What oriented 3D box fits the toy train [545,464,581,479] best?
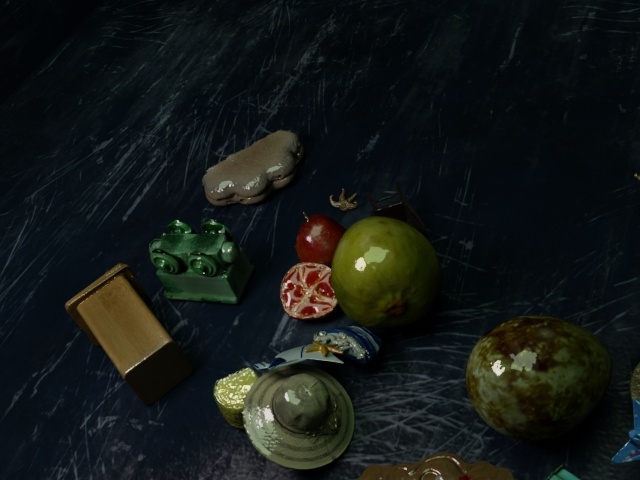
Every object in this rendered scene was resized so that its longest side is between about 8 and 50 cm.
[{"bbox_3d":[0.403,0.500,1.324,0.112,0.163,0.203,26,61,38],"label":"toy train"}]

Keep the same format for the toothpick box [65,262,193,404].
[{"bbox_3d":[-0.467,0.239,1.939,0.190,0.187,0.308,-36,48,-16],"label":"toothpick box"}]

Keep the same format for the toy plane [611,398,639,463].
[{"bbox_3d":[0.664,0.385,1.353,0.271,0.105,0.254,20,93,16],"label":"toy plane"}]

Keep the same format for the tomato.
[{"bbox_3d":[-0.023,0.131,1.926,0.155,0.069,0.156,-3,69,7],"label":"tomato"}]

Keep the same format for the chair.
[{"bbox_3d":[0.198,-0.052,2.022,0.101,0.084,0.212,-19,43,-2],"label":"chair"}]

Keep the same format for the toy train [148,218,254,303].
[{"bbox_3d":[-0.321,0.054,2.039,0.266,0.202,0.145,3,47,24],"label":"toy train"}]

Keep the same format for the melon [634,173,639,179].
[{"bbox_3d":[0.828,-0.133,1.801,0.192,0.139,0.139,12,52,26],"label":"melon"}]

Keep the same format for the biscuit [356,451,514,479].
[{"bbox_3d":[0.217,0.492,1.498,0.319,0.047,0.183,5,47,29],"label":"biscuit"}]

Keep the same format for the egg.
[{"bbox_3d":[0.424,0.259,1.503,0.289,0.238,0.238,-19,42,-8],"label":"egg"}]

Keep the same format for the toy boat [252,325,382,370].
[{"bbox_3d":[-0.015,0.258,1.733,0.291,0.067,0.220,-15,14,-29],"label":"toy boat"}]

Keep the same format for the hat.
[{"bbox_3d":[-0.036,0.340,1.628,0.252,0.110,0.252,8,51,-9],"label":"hat"}]

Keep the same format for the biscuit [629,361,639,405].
[{"bbox_3d":[0.689,0.301,1.488,0.180,0.049,0.208,0,51,22],"label":"biscuit"}]

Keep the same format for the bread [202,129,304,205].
[{"bbox_3d":[-0.181,-0.201,2.318,0.337,0.102,0.183,-34,48,-15],"label":"bread"}]

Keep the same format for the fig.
[{"bbox_3d":[0.148,0.059,1.814,0.258,0.258,0.326,-17,26,5],"label":"fig"}]

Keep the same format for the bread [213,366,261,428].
[{"bbox_3d":[-0.169,0.357,1.743,0.129,0.114,0.111,-28,49,-2],"label":"bread"}]

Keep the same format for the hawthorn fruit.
[{"bbox_3d":[0.000,0.000,1.991,0.148,0.172,0.148,-31,10,6],"label":"hawthorn fruit"}]

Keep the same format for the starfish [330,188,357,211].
[{"bbox_3d":[0.066,-0.112,2.176,0.078,0.028,0.091,-12,41,3],"label":"starfish"}]
